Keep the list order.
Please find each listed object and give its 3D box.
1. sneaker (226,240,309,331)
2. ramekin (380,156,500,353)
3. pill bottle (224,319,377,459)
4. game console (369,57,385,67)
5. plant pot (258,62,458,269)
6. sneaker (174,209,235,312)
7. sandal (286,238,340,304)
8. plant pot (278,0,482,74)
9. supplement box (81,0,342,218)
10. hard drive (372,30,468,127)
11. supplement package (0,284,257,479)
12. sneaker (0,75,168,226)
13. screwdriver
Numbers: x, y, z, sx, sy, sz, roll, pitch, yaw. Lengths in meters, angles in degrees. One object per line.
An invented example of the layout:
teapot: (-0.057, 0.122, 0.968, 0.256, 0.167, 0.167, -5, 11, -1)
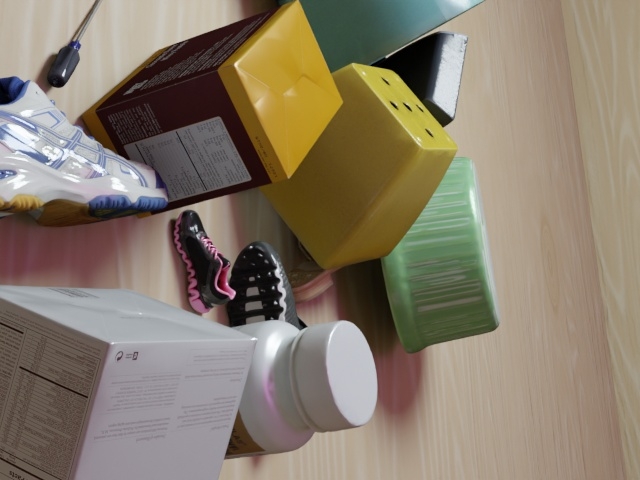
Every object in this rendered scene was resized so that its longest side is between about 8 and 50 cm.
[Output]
sneaker: (-0.052, 0.114, 1.212, 0.106, 0.078, 0.234, -19, 100, -66)
ramekin: (0.184, 0.014, 1.534, 0.303, 0.148, 0.303, -9, 90, -80)
pill bottle: (-0.067, 0.149, 0.992, 0.131, 0.229, 0.131, 35, 49, -52)
game console: (0.125, -0.293, 1.756, 0.361, 0.044, 0.213, 55, 35, -38)
plant pot: (0.048, -0.110, 1.287, 0.212, 0.187, 0.212, 52, 24, 14)
sneaker: (-0.127, 0.020, 1.125, 0.047, 0.057, 0.119, -17, 93, -61)
sandal: (0.006, 0.000, 1.354, 0.240, 0.088, 0.079, -43, 123, -54)
plant pot: (0.065, -0.384, 1.434, 0.235, 0.293, 0.293, 62, 29, -7)
supplement box: (-0.110, -0.142, 1.073, 0.129, 0.194, 0.191, 65, 30, -23)
hard drive: (0.100, -0.195, 1.443, 0.054, 0.255, 0.172, 31, 56, -27)
supplement package: (-0.183, 0.152, 0.783, 0.194, 0.149, 0.203, 10, 97, -62)
sneaker: (-0.242, -0.082, 0.889, 0.296, 0.112, 0.130, 3, 75, -63)
screwdriver: (-0.249, -0.211, 1.037, 0.170, 0.024, 0.025, -79, 175, -50)
